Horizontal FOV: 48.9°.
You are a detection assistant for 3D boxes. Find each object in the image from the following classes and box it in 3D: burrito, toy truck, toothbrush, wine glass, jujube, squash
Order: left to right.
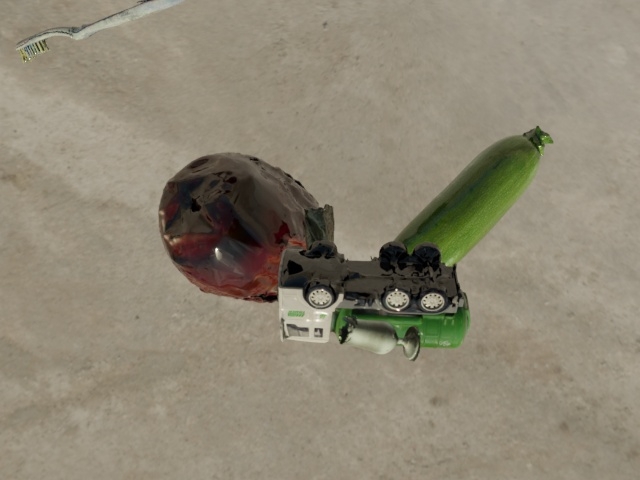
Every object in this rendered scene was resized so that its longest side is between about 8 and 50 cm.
[{"bbox_3d":[-0.365,-0.358,1.163,0.413,0.035,0.042,-6,118,31],"label":"toothbrush"},{"bbox_3d":[-0.125,-0.017,1.236,0.258,0.376,0.258,-3,80,18],"label":"jujube"},{"bbox_3d":[0.000,0.000,0.970,0.041,0.055,0.149,1,131,5],"label":"burrito"},{"bbox_3d":[0.067,0.076,0.881,0.242,0.101,0.125,3,126,0],"label":"toy truck"},{"bbox_3d":[0.061,0.102,0.733,0.083,0.042,0.039,13,137,-19],"label":"wine glass"},{"bbox_3d":[0.241,-0.050,1.169,0.395,0.107,0.107,-43,99,-7],"label":"squash"}]
